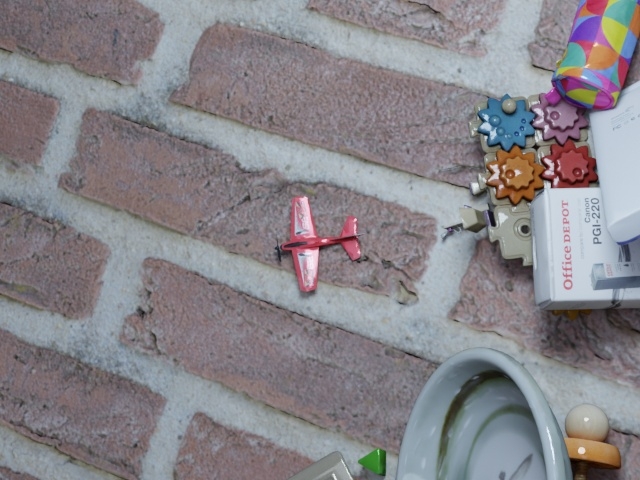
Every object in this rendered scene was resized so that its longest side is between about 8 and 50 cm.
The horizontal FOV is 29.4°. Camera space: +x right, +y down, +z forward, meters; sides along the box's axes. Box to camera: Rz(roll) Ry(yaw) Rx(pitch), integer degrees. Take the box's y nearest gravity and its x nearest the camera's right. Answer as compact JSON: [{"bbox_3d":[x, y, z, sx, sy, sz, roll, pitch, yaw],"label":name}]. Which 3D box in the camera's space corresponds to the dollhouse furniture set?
[{"bbox_3d":[0.195,-0.040,1.764,0.081,0.114,0.091,-18,78,21],"label":"dollhouse furniture set"}]

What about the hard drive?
[{"bbox_3d":[0.460,-0.135,1.588,0.210,0.318,0.040,-29,115,23],"label":"hard drive"}]

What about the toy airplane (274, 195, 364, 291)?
[{"bbox_3d":[0.000,0.000,1.874,0.151,0.028,0.151,-3,82,19],"label":"toy airplane"}]

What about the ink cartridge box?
[{"bbox_3d":[0.402,0.010,1.652,0.218,0.092,0.158,-2,80,-1],"label":"ink cartridge box"}]

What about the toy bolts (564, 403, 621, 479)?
[{"bbox_3d":[0.416,0.299,1.592,0.229,0.218,0.158,11,78,3],"label":"toy bolts"}]

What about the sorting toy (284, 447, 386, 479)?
[{"bbox_3d":[-0.004,0.436,1.795,0.348,0.047,0.196,-32,65,10],"label":"sorting toy"}]

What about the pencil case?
[{"bbox_3d":[0.397,-0.299,1.720,0.104,0.104,0.236,18,76,22],"label":"pencil case"}]

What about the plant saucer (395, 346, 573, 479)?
[{"bbox_3d":[0.226,0.341,1.570,0.101,0.400,0.400,8,82,-22],"label":"plant saucer"}]

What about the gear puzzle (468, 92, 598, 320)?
[{"bbox_3d":[0.319,-0.053,1.723,0.176,0.044,0.338,-7,78,-6],"label":"gear puzzle"}]
